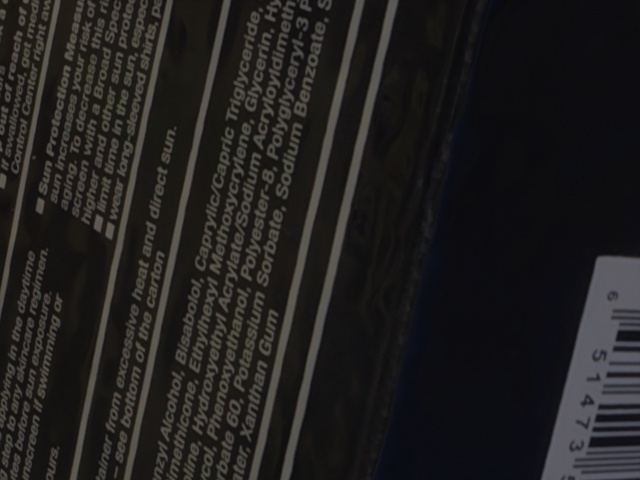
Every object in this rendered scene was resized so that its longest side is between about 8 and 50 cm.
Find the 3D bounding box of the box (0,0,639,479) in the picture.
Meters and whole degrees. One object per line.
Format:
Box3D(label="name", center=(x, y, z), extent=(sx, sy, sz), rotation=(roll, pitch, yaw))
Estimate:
Box3D(label="box", center=(0.000, 0.000, 0.541), extent=(0.294, 0.183, 0.296), rotation=(29, -70, 50))
